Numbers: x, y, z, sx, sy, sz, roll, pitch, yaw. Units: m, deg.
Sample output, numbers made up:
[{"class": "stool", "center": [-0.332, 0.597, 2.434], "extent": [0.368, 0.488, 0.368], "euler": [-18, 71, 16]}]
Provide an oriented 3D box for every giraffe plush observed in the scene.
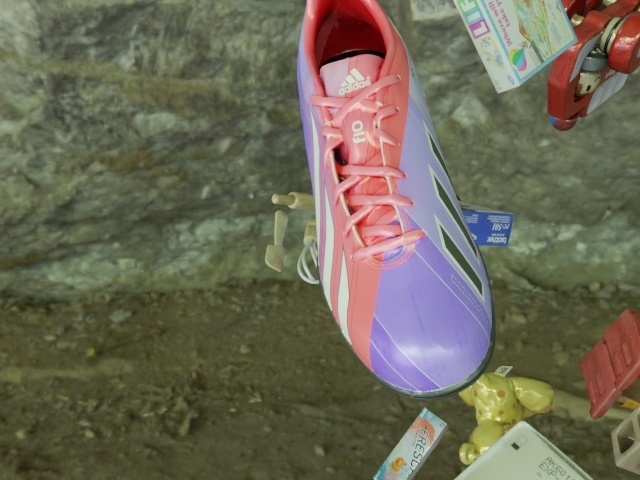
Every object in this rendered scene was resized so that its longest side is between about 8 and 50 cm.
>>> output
[{"class": "giraffe plush", "center": [0.319, 0.331, 1.159], "extent": [0.181, 0.170, 0.210], "euler": [2, -23, 21]}]

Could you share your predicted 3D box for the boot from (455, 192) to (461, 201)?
[{"class": "boot", "center": [0.206, -0.043, 1.001], "extent": [0.045, 0.099, 0.121], "euler": [-40, -42, 10]}]

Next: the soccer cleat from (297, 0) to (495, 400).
[{"class": "soccer cleat", "center": [0.034, -0.053, 0.436], "extent": [0.109, 0.318, 0.116], "euler": [-14, -36, 7]}]

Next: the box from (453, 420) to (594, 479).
[{"class": "box", "center": [0.202, 0.329, 0.658], "extent": [0.148, 0.311, 0.121], "euler": [-38, 50, -14]}]

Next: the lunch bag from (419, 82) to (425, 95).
[{"class": "lunch bag", "center": [0.066, -0.171, 0.679], "extent": [0.053, 0.071, 0.083], "euler": [-41, 24, 22]}]

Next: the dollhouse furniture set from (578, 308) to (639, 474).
[{"class": "dollhouse furniture set", "center": [0.516, 0.290, 0.912], "extent": [0.201, 0.152, 0.374], "euler": [18, 39, -3]}]

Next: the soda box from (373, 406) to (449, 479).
[{"class": "soda box", "center": [0.189, 0.436, 1.336], "extent": [0.058, 0.183, 0.063], "euler": [34, -9, 27]}]

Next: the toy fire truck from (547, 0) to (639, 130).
[{"class": "toy fire truck", "center": [0.512, -0.333, 1.192], "extent": [0.169, 0.254, 0.302], "euler": [33, 54, 30]}]

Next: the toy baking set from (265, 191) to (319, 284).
[{"class": "toy baking set", "center": [-0.002, -0.005, 1.088], "extent": [0.256, 0.196, 0.030], "euler": [9, -44, -43]}]

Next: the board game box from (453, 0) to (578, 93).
[{"class": "board game box", "center": [0.163, -0.224, 0.577], "extent": [0.103, 0.154, 0.026], "euler": [-37, 15, -29]}]

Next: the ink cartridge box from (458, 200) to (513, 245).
[{"class": "ink cartridge box", "center": [0.148, -0.037, 0.883], "extent": [0.097, 0.046, 0.207], "euler": [2, 12, -34]}]
